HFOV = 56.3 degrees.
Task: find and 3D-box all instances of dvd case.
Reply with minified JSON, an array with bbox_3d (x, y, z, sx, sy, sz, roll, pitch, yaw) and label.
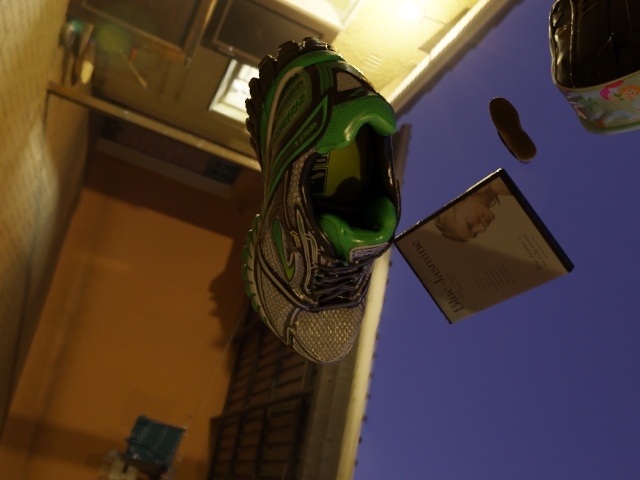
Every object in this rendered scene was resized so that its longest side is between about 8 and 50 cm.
[{"bbox_3d":[0.246,0.020,0.954,0.022,0.180,0.253,-33,177,-41],"label":"dvd case"}]

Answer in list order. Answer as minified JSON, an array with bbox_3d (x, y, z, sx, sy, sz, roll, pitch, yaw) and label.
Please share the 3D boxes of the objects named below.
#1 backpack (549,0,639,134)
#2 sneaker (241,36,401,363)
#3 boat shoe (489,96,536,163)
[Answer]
[{"bbox_3d":[0.440,-0.263,0.822,0.225,0.191,0.253,-20,-143,39],"label":"backpack"},{"bbox_3d":[0.000,0.000,0.568,0.146,0.134,0.343,-127,-153,-47],"label":"sneaker"},{"bbox_3d":[0.385,-0.220,1.217,0.049,0.056,0.152,71,-2,-72],"label":"boat shoe"}]
